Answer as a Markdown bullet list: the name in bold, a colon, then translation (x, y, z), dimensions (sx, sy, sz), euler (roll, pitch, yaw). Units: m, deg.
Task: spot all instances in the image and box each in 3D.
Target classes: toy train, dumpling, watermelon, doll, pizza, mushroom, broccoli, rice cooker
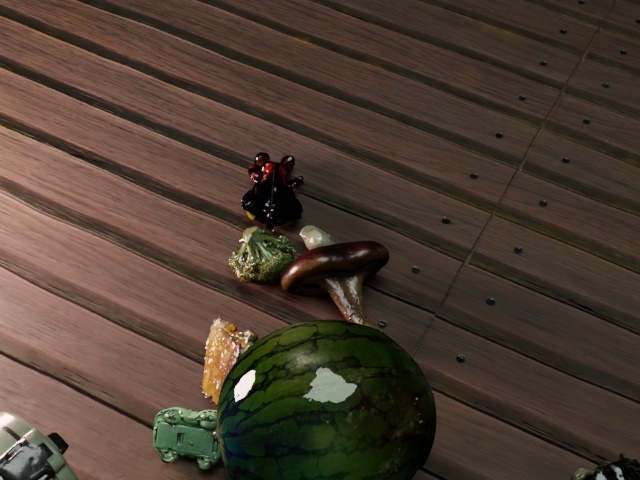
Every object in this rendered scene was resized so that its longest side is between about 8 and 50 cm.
- **toy train**: translation (-0.210, 0.332, 1.787), dimensions (0.149, 0.099, 0.081), euler (6, 12, 9)
- **dumpling**: translation (0.001, -0.001, 2.143), dimensions (0.076, 0.052, 0.057), euler (17, 58, 24)
- **watermelon**: translation (0.004, 0.291, 1.678), dimensions (0.363, 0.363, 0.363), euler (3, 46, -3)
- **doll**: translation (-0.099, -0.100, 2.213), dimensions (0.127, 0.088, 0.248), euler (-16, 37, 7)
- **pizza**: translation (-0.161, 0.223, 1.870), dimensions (0.069, 0.226, 0.147), euler (18, 88, -21)
- **mushroom**: translation (0.051, 0.115, 2.007), dimensions (0.227, 0.148, 0.217), euler (-13, 65, -11)
- **broccoli**: translation (-0.117, 0.031, 2.056), dimensions (0.130, 0.120, 0.131), euler (-29, 21, -10)
- **rice cooker**: translation (-0.494, 0.391, 1.603), dimensions (0.226, 0.226, 0.244), euler (35, 53, 24)

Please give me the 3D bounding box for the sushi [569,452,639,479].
- **sushi**: translation (0.410, 0.475, 1.633), dimensions (0.350, 0.211, 0.171), euler (-24, 60, -15)
